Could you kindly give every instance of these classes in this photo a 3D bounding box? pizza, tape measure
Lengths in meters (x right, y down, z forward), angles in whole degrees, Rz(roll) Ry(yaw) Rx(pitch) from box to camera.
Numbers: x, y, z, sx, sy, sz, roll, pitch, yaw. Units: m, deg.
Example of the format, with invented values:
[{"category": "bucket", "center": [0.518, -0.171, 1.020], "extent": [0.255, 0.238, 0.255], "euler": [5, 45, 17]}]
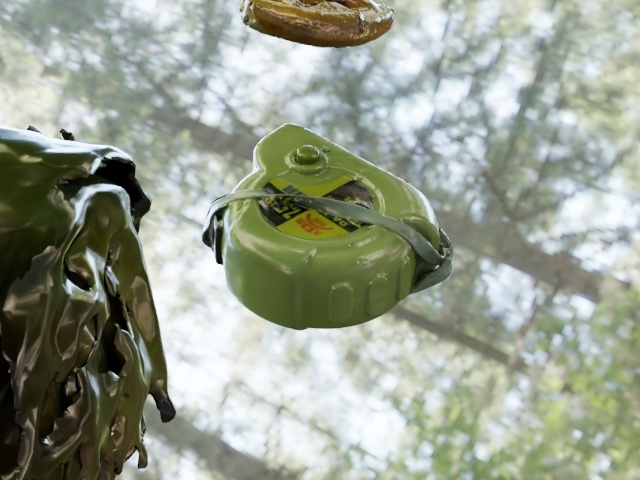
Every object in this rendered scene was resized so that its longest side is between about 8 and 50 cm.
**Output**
[{"category": "pizza", "center": [-0.018, -0.238, 1.584], "extent": [0.185, 0.176, 0.036], "euler": [5, -49, -38]}, {"category": "tape measure", "center": [0.000, 0.000, 1.393], "extent": [0.175, 0.200, 0.106], "euler": [-37, -35, -38]}]

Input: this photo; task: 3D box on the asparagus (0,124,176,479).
[{"category": "asparagus", "center": [-0.216, -0.001, 0.462], "extent": [0.108, 0.382, 0.128], "euler": [68, -140, -57]}]
